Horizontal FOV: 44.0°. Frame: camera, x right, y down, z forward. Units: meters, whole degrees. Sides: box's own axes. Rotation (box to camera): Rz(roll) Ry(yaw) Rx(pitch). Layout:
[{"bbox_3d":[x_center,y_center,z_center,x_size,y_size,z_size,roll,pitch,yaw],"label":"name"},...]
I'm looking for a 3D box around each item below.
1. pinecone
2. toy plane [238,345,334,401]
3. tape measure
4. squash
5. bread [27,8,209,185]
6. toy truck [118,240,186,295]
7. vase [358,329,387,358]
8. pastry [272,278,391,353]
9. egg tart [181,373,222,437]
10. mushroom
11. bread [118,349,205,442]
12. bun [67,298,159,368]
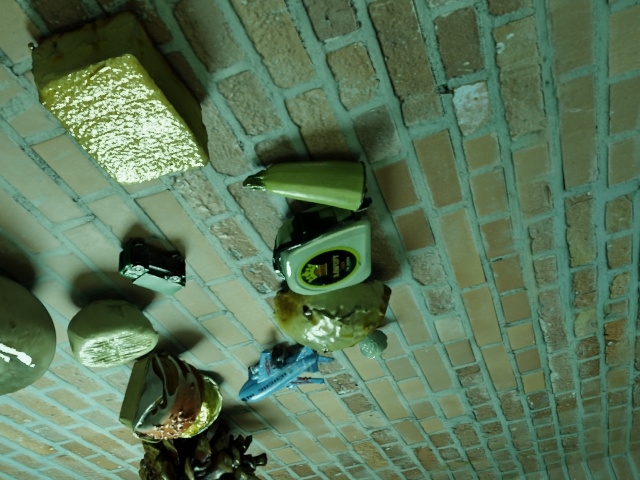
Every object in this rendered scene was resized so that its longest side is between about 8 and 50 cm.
[{"bbox_3d":[-0.335,0.668,2.319,0.385,0.384,0.384,-6,146,-4],"label":"pinecone"},{"bbox_3d":[-0.108,0.347,2.079,0.271,0.105,0.254,-25,142,23],"label":"toy plane"},{"bbox_3d":[0.000,0.000,1.601,0.207,0.115,0.235,-12,143,-5],"label":"tape measure"},{"bbox_3d":[-0.032,-0.106,1.467,0.224,0.094,0.094,2,145,-6],"label":"squash"},{"bbox_3d":[-0.300,-0.209,1.226,0.185,0.114,0.274,-14,145,13],"label":"bread"},{"bbox_3d":[-0.346,0.055,1.636,0.079,0.065,0.147,-31,142,34],"label":"toy truck"},{"bbox_3d":[0.102,0.233,1.991,0.081,0.081,0.149,-23,140,20],"label":"vase"},{"bbox_3d":[0.031,0.175,1.801,0.237,0.170,0.256,16,146,-30],"label":"pastry"},{"bbox_3d":[-0.362,0.454,2.133,0.213,0.090,0.212,-8,119,-14],"label":"egg tart"},{"bbox_3d":[-0.722,0.228,1.596,0.362,0.294,0.362,-8,145,-5],"label":"mushroom"},{"bbox_3d":[-0.388,0.388,1.969,0.212,0.224,0.142,-6,152,36],"label":"bread"},{"bbox_3d":[-0.463,0.196,1.766,0.193,0.127,0.178,-13,147,-15],"label":"bun"}]
